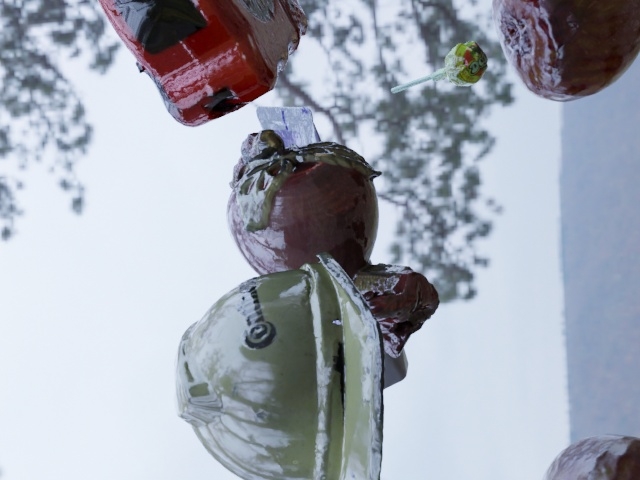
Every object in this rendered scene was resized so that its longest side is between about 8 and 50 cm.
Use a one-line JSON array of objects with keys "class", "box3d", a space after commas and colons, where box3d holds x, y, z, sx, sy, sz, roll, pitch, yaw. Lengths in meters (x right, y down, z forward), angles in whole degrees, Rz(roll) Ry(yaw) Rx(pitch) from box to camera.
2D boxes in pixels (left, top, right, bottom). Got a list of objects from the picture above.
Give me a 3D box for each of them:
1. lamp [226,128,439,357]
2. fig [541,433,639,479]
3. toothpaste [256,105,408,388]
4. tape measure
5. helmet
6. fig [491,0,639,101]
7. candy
[{"class": "lamp", "box3d": [0.006, -0.010, 1.104, 0.151, 0.215, 0.223, -52, -56, -26]}, {"class": "fig", "box3d": [0.384, 0.347, 1.376, 0.235, 0.235, 0.214, 74, -158, -46]}, {"class": "toothpaste", "box3d": [0.015, 0.011, 1.347, 0.080, 0.125, 0.371, -32, -69, -25]}, {"class": "tape measure", "box3d": [-0.121, -0.245, 1.059, 0.260, 0.114, 0.253, 58, -160, -19]}, {"class": "helmet", "box3d": [-0.045, 0.113, 0.867, 0.257, 0.137, 0.204, -145, 56, -77]}, {"class": "fig", "box3d": [0.292, -0.252, 1.192, 0.175, 0.207, 0.175, 61, 169, 21]}, {"class": "candy", "box3d": [0.161, -0.233, 1.570, 0.058, 0.194, 0.062, 41, -116, -23]}]
